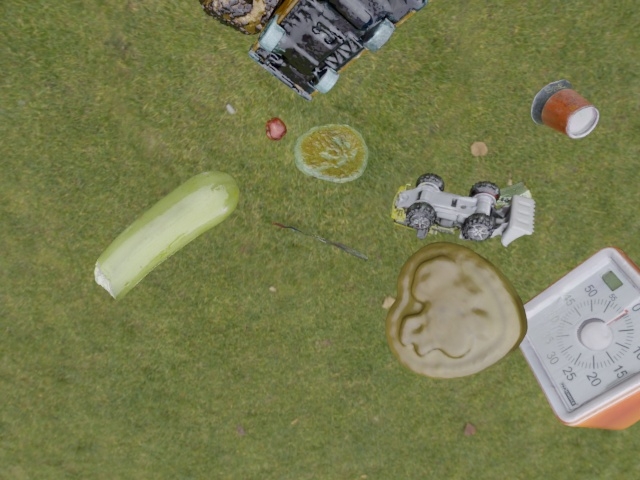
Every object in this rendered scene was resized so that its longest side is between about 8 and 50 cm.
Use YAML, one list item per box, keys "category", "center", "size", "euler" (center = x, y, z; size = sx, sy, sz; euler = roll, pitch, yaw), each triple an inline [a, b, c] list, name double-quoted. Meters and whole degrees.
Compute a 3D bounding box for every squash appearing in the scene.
- category: "squash"
  center: [-0.223, -0.017, 0.688]
  size: [0.250, 0.083, 0.083]
  euler: [-43, 112, -18]

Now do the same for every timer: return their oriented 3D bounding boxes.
- category: "timer"
  center: [0.517, 0.174, 0.843]
  size: [0.161, 0.258, 0.250]
  euler: [18, 124, -18]

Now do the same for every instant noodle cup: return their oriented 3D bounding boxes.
- category: "instant noodle cup"
  center: [0.639, -0.331, 1.207]
  size: [0.127, 0.136, 0.127]
  euler: [-8, 128, -10]

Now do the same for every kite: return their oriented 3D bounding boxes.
- category: "kite"
  center: [0.001, -0.004, 1.610]
  size: [0.360, 0.204, 0.022]
  euler: [19, 97, -10]

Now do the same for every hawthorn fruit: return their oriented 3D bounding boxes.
- category: "hawthorn fruit"
  center: [-0.175, -0.433, 1.796]
  size: [0.092, 0.093, 0.093]
  euler: [-1, 113, -2]

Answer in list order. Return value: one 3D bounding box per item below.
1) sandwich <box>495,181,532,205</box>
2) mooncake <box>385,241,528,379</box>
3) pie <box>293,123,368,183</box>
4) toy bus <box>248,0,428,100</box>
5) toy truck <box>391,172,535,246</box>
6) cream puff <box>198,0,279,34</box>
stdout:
- category: "sandwich"
  center: [0.544, -0.125, 1.331]
  size: [0.104, 0.093, 0.036]
  euler: [-16, 114, 23]
- category: "mooncake"
  center: [0.231, 0.127, 0.801]
  size: [0.235, 0.235, 0.117]
  euler: [-45, 148, 15]
- category: "pie"
  center: [0.047, -0.345, 1.865]
  size: [0.322, 0.324, 0.071]
  euler: [4, 150, -5]
- category: "toy bus"
  center: [0.022, -0.248, 0.487]
  size: [0.098, 0.114, 0.201]
  euler: [32, 152, -25]
- category: "toy truck"
  center: [0.294, -0.056, 0.985]
  size: [0.285, 0.136, 0.111]
  euler: [12, 141, 15]
- category: "cream puff"
  center: [-0.123, -0.483, 0.839]
  size: [0.238, 0.165, 0.239]
  euler: [0, 148, 0]
